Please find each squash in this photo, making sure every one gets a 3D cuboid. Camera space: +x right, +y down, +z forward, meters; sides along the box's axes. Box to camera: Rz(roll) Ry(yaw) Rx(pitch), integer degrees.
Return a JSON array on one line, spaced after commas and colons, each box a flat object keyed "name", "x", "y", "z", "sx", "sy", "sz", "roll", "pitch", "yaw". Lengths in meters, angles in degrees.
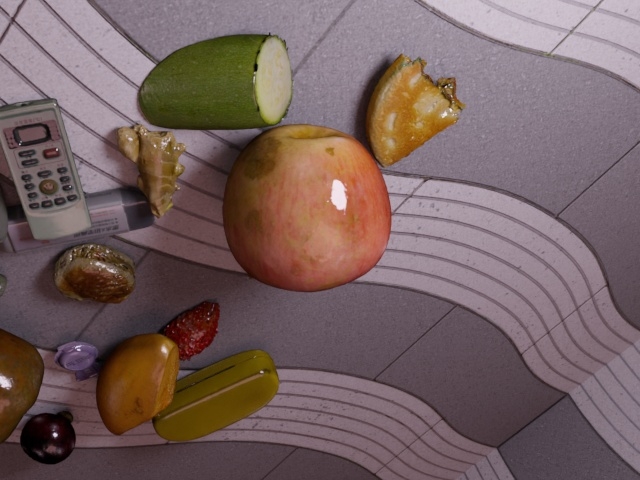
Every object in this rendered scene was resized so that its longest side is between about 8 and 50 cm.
[{"name": "squash", "x": -0.204, "y": -0.311, "z": 1.393, "sx": 0.260, "sy": 0.189, "sz": 0.189, "roll": 5, "pitch": 143, "yaw": 22}]

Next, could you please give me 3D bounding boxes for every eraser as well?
[{"name": "eraser", "x": -0.529, "y": -0.042, "z": 1.488, "sx": 0.351, "sy": 0.061, "sz": 0.089, "roll": -12, "pitch": 136, "yaw": -14}]

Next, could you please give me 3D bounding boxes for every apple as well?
[{"name": "apple", "x": -0.029, "y": -0.074, "z": 1.474, "sx": 0.363, "sy": 0.364, "sz": 0.364, "roll": -13, "pitch": 137, "yaw": -12}]

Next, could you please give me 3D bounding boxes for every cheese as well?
[{"name": "cheese", "x": -0.614, "y": 0.308, "z": 1.815, "sx": 0.105, "sy": 0.042, "sz": 0.191, "roll": -20, "pitch": 144, "yaw": -8}]

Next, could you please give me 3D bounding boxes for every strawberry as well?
[{"name": "strawberry", "x": -0.331, "y": 0.250, "z": 1.859, "sx": 0.192, "sy": 0.085, "sz": 0.140, "roll": -24, "pitch": 136, "yaw": -3}]

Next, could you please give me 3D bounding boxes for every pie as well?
[{"name": "pie", "x": -0.510, "y": 0.086, "z": 1.617, "sx": 0.193, "sy": 0.079, "sz": 0.163, "roll": 23, "pitch": 124, "yaw": -38}]

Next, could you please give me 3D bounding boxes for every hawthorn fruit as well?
[{"name": "hawthorn fruit", "x": -0.787, "y": 0.309, "z": 1.586, "sx": 0.267, "sy": 0.268, "sz": 0.301, "roll": -35, "pitch": 127, "yaw": 11}]

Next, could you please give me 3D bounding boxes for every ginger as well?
[{"name": "ginger", "x": -0.330, "y": -0.152, "z": 1.449, "sx": 0.115, "sy": 0.081, "sz": 0.205, "roll": -34, "pitch": 126, "yaw": -24}]

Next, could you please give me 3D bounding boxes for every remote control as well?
[{"name": "remote control", "x": -0.531, "y": -0.129, "z": 1.368, "sx": 0.123, "sy": 0.038, "sz": 0.285, "roll": -12, "pitch": 123, "yaw": -14}]

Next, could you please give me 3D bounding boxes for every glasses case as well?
[{"name": "glasses case", "x": -0.296, "y": 0.438, "z": 2.021, "sx": 0.371, "sy": 0.141, "sz": 0.173, "roll": -24, "pitch": 129, "yaw": -3}]

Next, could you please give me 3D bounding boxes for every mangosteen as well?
[{"name": "mangosteen", "x": -0.733, "y": 0.530, "z": 1.929, "sx": 0.152, "sy": 0.152, "sz": 0.152, "roll": -13, "pitch": 137, "yaw": -12}]

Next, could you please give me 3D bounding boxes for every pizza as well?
[{"name": "pizza", "x": 0.209, "y": -0.291, "z": 1.555, "sx": 0.228, "sy": 0.081, "sz": 0.290, "roll": -6, "pitch": 136, "yaw": -11}]

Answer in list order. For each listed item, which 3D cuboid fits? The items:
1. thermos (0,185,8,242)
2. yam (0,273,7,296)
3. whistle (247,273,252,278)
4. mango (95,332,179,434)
[{"name": "thermos", "x": -0.746, "y": -0.041, "z": 1.344, "sx": 0.265, "sy": 0.146, "sz": 0.176, "roll": -10, "pitch": 162, "yaw": -4}, {"name": "yam", "x": -0.754, "y": 0.078, "z": 1.494, "sx": 0.078, "sy": 0.078, "sz": 0.179, "roll": -41, "pitch": 136, "yaw": 17}, {"name": "whistle", "x": -0.136, "y": 0.084, "z": 1.811, "sx": 0.109, "sy": 0.046, "sz": 0.057, "roll": 9, "pitch": 114, "yaw": -39}, {"name": "mango", "x": -0.464, "y": 0.364, "z": 1.816, "sx": 0.199, "sy": 0.201, "sz": 0.350, "roll": 12, "pitch": 130, "yaw": -22}]
